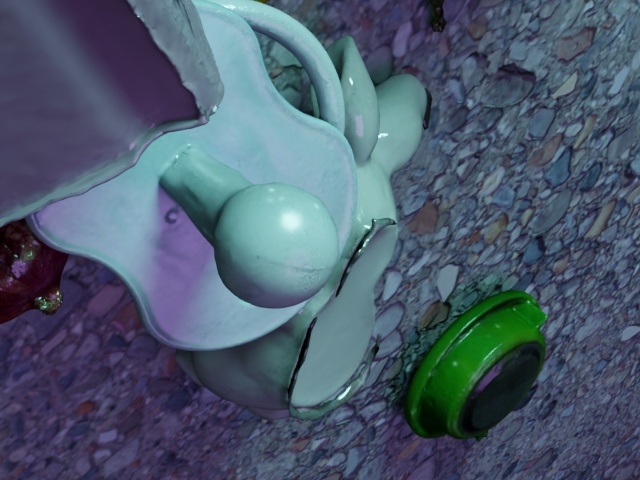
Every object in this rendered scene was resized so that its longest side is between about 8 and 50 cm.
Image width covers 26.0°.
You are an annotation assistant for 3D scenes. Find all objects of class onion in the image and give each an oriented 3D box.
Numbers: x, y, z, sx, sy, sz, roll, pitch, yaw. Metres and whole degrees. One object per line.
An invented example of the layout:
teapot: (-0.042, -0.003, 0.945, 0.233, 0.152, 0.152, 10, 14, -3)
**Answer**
onion: (-0.219, 0.016, 0.967, 0.107, 0.097, 0.107, -41, 176, -3)

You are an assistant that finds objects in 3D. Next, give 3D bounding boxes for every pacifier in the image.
pacifier: (-0.054, -0.031, 0.936, 0.238, 0.226, 0.287, -43, 130, -5)

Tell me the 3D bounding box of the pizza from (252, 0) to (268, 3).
pizza: (-0.040, -0.239, 0.965, 0.262, 0.034, 0.181, -35, 145, -16)

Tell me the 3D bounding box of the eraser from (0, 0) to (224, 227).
eraser: (-0.236, -0.141, 0.691, 0.272, 0.122, 0.359, -25, 147, 5)

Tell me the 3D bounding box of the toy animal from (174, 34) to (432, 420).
toy animal: (-0.005, 0.003, 1.158, 0.325, 0.154, 0.208, -58, 153, 7)

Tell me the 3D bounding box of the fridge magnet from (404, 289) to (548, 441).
fridge magnet: (0.182, 0.148, 1.591, 0.208, 0.088, 0.208, -31, 144, -26)

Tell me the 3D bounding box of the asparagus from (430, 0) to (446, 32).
asparagus: (0.098, -0.224, 1.167, 0.018, 0.015, 0.127, -33, 145, -21)
